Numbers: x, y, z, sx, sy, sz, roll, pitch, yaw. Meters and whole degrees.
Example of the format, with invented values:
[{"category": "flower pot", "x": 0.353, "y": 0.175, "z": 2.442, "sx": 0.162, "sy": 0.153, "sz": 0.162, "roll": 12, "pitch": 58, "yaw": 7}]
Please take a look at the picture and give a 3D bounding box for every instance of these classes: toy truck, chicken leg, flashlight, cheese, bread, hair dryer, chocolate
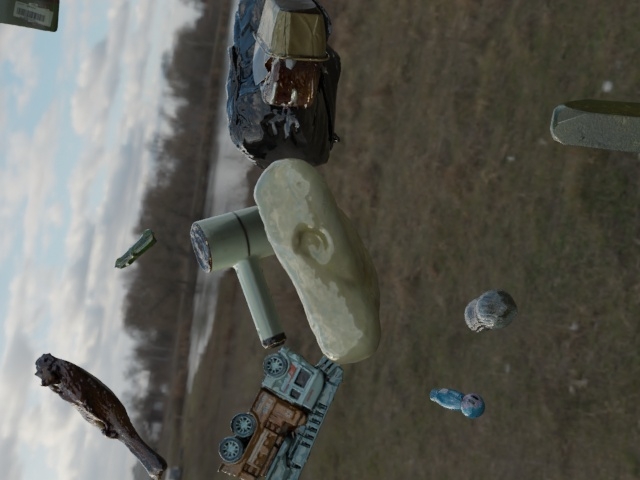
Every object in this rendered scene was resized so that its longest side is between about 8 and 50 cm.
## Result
[{"category": "toy truck", "x": -0.076, "y": 0.381, "z": 1.780, "sx": 0.338, "sy": 0.184, "sz": 0.133, "roll": -62, "pitch": -8, "yaw": -8}, {"category": "chicken leg", "x": -0.514, "y": 0.411, "z": 1.927, "sx": 0.096, "sy": 0.407, "sz": 0.158, "roll": -47, "pitch": 1, "yaw": -13}, {"category": "flashlight", "x": 0.276, "y": 0.328, "z": 1.643, "sx": 0.129, "sy": 0.051, "sz": 0.051, "roll": 1, "pitch": 80, "yaw": 51}, {"category": "cheese", "x": 0.000, "y": 0.000, "z": 1.397, "sx": 0.328, "sy": 0.130, "sz": 0.351, "roll": -85, "pitch": -27, "yaw": -72}, {"category": "bread", "x": -0.055, "y": -0.366, "z": 1.587, "sx": 0.224, "sy": 0.142, "sz": 0.212, "roll": -118, "pitch": 29, "yaw": -59}, {"category": "hair dryer", "x": -0.154, "y": 0.101, "z": 1.901, "sx": 0.362, "sy": 0.203, "sz": 0.128, "roll": 69, "pitch": 156, "yaw": 10}, {"category": "chocolate", "x": 0.452, "y": 0.190, "z": 2.166, "sx": 0.248, "sy": 0.110, "sz": 0.110, "roll": 116, "pitch": 162, "yaw": -74}]

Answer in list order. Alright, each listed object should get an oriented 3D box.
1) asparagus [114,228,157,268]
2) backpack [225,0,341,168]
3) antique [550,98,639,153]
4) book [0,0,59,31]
[{"category": "asparagus", "x": -0.295, "y": 0.015, "z": 1.290, "sx": 0.108, "sy": 0.021, "sz": 0.025, "roll": -37, "pitch": 67, "yaw": 31}, {"category": "backpack", "x": -0.082, "y": -0.397, "z": 1.910, "sx": 0.363, "sy": 0.255, "sz": 0.445, "roll": 33, "pitch": -130, "yaw": -73}, {"category": "antique", "x": 0.572, "y": -0.229, "z": 1.605, "sx": 0.081, "sy": 0.221, "sz": 0.080, "roll": -57, "pitch": -29, "yaw": -56}, {"category": "book", "x": -0.697, "y": -0.641, "z": 1.865, "sx": 0.026, "sy": 0.201, "sz": 0.289, "roll": -114, "pitch": 35, "yaw": -67}]
